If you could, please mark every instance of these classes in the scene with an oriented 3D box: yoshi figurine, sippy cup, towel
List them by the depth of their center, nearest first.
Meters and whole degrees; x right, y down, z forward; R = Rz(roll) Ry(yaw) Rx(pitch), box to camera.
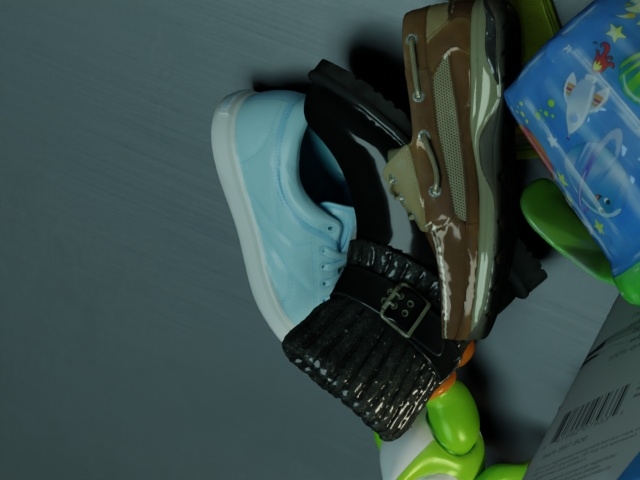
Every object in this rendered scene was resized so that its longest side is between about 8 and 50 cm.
[{"bbox_3d":[0.290,-0.099,1.137,0.305,0.240,0.224,-42,84,18],"label":"sippy cup"},{"bbox_3d":[0.190,-0.184,1.272,0.102,0.021,0.237,-5,120,37],"label":"towel"},{"bbox_3d":[0.188,0.281,1.579,0.203,0.203,0.362,-25,95,1],"label":"yoshi figurine"}]

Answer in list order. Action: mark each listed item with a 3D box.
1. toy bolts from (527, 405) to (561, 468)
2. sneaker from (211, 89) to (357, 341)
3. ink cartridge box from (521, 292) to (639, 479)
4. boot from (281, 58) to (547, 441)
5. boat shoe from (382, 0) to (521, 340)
[{"bbox_3d":[0.366,0.233,1.415,0.228,0.218,0.159,36,113,36],"label":"toy bolts"},{"bbox_3d":[0.000,0.000,1.476,0.150,0.135,0.366,0,124,40],"label":"sneaker"},{"bbox_3d":[0.364,0.135,1.133,0.166,0.395,0.285,46,138,-8],"label":"ink cartridge box"},{"bbox_3d":[0.042,0.013,1.349,0.348,0.260,0.131,48,178,-7],"label":"boot"},{"bbox_3d":[0.125,-0.070,1.244,0.119,0.122,0.324,3,95,17],"label":"boat shoe"}]
